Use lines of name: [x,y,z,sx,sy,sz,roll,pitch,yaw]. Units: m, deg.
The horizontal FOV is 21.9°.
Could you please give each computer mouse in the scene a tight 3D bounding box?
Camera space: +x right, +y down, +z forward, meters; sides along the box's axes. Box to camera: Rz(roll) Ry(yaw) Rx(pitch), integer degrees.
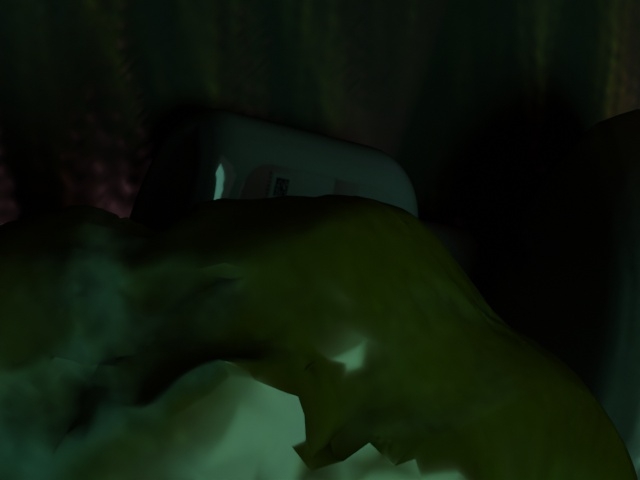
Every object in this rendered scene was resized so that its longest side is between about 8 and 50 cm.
computer mouse: [0.089,0.101,0.713,0.197,0.095,0.331,-64,172,-73]

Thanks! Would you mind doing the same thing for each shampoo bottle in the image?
shampoo bottle: [0.000,0.000,0.630,0.165,0.040,0.080,11,104,-47]

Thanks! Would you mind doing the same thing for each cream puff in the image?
cream puff: [-0.049,0.168,0.538,0.378,0.275,0.378,-2,97,-12]
